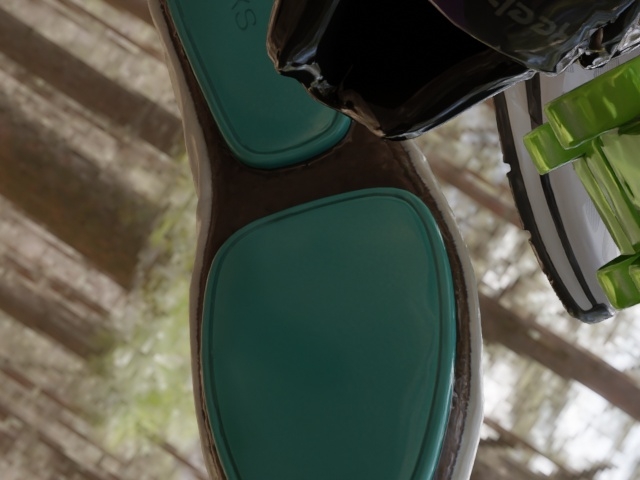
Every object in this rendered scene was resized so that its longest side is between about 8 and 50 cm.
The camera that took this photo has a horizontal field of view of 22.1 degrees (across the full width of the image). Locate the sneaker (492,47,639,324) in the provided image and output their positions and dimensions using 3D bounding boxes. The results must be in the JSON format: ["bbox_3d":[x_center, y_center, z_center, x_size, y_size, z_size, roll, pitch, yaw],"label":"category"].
[{"bbox_3d":[0.296,-0.155,1.550,0.257,0.448,0.169,-12,-177,15],"label":"sneaker"}]

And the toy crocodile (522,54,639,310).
[{"bbox_3d":[0.178,-0.036,0.831,0.105,0.115,0.340,-29,178,2],"label":"toy crocodile"}]

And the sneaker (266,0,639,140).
[{"bbox_3d":[0.079,-0.089,0.313,0.124,0.107,0.283,-61,-167,-24],"label":"sneaker"}]

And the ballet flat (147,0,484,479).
[{"bbox_3d":[0.000,0.000,0.809,0.139,0.139,0.400,118,-35,-50],"label":"ballet flat"}]
